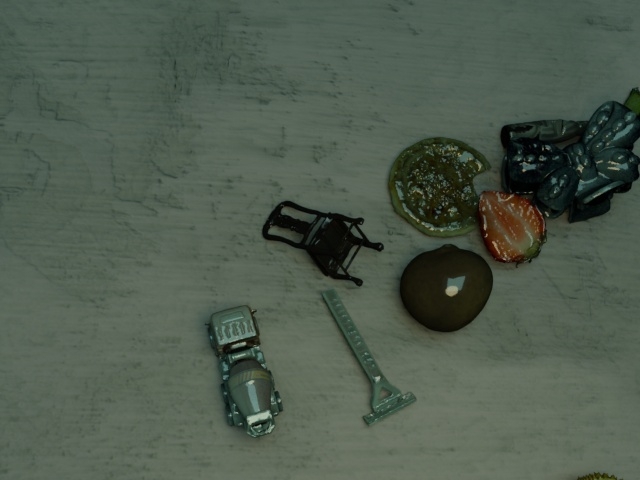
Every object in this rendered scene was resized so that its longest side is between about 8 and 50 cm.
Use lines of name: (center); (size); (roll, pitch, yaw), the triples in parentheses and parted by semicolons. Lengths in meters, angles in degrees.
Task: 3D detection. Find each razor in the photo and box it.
razor: (0.080, 0.222, 1.526); (0.111, 0.056, 0.278); (-25, 75, -12)

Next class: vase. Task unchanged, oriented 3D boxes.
vase: (0.522, -0.247, 1.739); (0.211, 0.060, 0.060); (-7, 71, -8)

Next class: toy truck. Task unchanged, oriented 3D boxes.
toy truck: (-0.143, 0.249, 1.449); (0.108, 0.140, 0.257); (-14, 72, -10)

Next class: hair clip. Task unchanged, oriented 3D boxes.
hair clip: (0.556, -0.155, 1.643); (0.310, 0.194, 0.206); (-21, 70, 1)

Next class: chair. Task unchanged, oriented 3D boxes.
chair: (0.000, 0.000, 1.593); (0.229, 0.113, 0.106); (15, 63, 41)

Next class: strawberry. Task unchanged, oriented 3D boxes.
strawberry: (0.396, -0.028, 1.627); (0.146, 0.082, 0.187); (-42, 93, -15)

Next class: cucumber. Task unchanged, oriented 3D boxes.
cucumber: (0.721, -0.276, 1.771); (0.046, 0.070, 0.220); (43, 71, -21)

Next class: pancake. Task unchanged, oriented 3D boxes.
pancake: (0.269, -0.122, 1.680); (0.253, 0.037, 0.254); (3, 70, -8)

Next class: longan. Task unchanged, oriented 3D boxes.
longan: (0.255, 0.097, 1.533); (0.189, 0.189, 0.189); (2, 70, -5)

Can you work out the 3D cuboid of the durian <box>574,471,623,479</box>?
durian: (0.534, 0.533, 1.447); (0.146, 0.102, 0.208); (-14, 95, -8)
